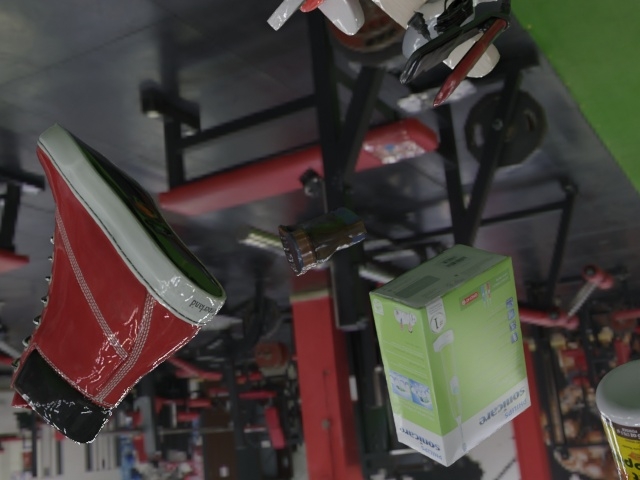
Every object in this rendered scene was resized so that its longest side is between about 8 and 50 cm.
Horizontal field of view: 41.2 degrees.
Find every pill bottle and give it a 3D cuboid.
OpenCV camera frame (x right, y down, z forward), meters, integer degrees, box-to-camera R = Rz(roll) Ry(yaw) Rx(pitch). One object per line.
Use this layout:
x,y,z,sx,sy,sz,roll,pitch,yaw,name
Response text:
0.429,0.264,1.073,0.117,0.215,0.117,-20,-157,9,pill bottle

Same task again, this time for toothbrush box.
0.213,0.178,1.362,0.206,0.283,0.122,-27,-156,-31,toothbrush box

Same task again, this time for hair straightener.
0.138,-0.223,0.877,0.089,0.230,0.047,35,141,7,hair straightener

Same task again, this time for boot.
0.000,0.000,1.268,0.106,0.082,0.219,-20,-173,-8,boot
-0.198,0.029,0.657,0.176,0.244,0.088,-47,143,7,boot

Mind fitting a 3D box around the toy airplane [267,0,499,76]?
0.039,-0.392,1.078,0.386,0.272,0.384,8,129,19,toy airplane
